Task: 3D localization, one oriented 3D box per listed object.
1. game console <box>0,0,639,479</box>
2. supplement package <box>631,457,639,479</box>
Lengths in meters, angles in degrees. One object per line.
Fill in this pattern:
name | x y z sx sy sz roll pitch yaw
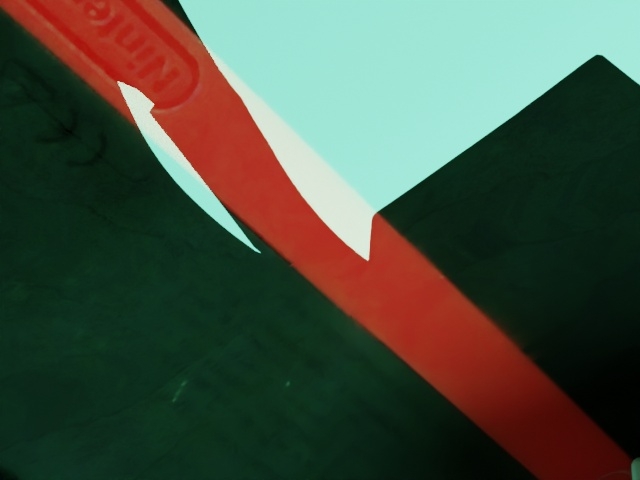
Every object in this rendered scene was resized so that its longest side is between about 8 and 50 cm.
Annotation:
game console | 0.000 0.000 0.560 0.342 0.060 0.386 -39 135 9
supplement package | 0.181 0.207 0.635 0.133 0.139 0.244 -4 119 5
